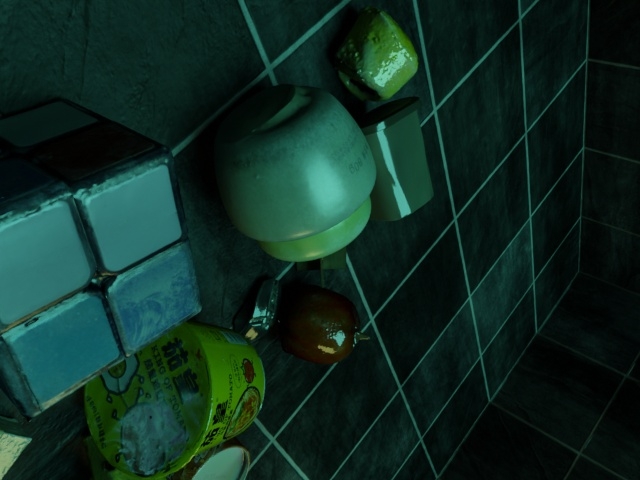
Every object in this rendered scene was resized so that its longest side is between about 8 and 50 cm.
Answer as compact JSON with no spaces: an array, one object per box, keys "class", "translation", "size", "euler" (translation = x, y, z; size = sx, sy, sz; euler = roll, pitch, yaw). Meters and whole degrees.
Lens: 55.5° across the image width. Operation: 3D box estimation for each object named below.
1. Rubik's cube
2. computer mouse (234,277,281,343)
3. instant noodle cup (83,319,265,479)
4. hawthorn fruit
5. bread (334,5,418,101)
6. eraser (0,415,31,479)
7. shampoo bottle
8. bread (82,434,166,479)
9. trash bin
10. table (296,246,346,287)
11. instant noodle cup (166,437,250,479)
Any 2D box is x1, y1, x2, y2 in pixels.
[{"class":"Rubik's cube","translation":[-0.405,0.007,0.914],"size":[0.313,0.316,0.318],"euler":[-32,134,-35]},{"class":"computer mouse","translation":[-0.151,0.186,1.538],"size":[0.106,0.062,0.192],"euler":[30,88,-54]},{"class":"instant noodle cup","translation":[-0.283,0.304,1.267],"size":[0.254,0.326,0.325],"euler":[16,98,-63]},{"class":"hawthorn fruit","translation":[0.009,0.230,1.605],"size":[0.215,0.250,0.215],"euler":[18,90,-80]},{"class":"bread","translation":[0.127,-0.429,1.416],"size":[0.170,0.197,0.197],"euler":[-49,142,-2]},{"class":"eraser","translation":[-0.662,0.333,0.996],"size":[0.144,0.078,0.343],"euler":[-56,143,-8]},{"class":"shampoo bottle","translation":[-0.052,-0.141,1.245],"size":[0.322,0.323,0.317],"euler":[-42,133,-27]},{"class":"bread","translation":[-0.377,0.559,1.268],"size":[0.077,0.361,0.138],"euler":[-36,157,29]},{"class":"trash bin","translation":[0.156,-0.196,1.507],"size":[0.220,0.219,0.250],"euler":[-34,115,-30]},{"class":"table","translation":[0.000,0.000,1.550],"size":[0.167,0.167,0.226],"euler":[-39,146,-30]},{"class":"instant noodle cup","translation":[-0.301,0.519,1.445],"size":[0.250,0.192,0.250],"euler":[-29,131,-39]}]
